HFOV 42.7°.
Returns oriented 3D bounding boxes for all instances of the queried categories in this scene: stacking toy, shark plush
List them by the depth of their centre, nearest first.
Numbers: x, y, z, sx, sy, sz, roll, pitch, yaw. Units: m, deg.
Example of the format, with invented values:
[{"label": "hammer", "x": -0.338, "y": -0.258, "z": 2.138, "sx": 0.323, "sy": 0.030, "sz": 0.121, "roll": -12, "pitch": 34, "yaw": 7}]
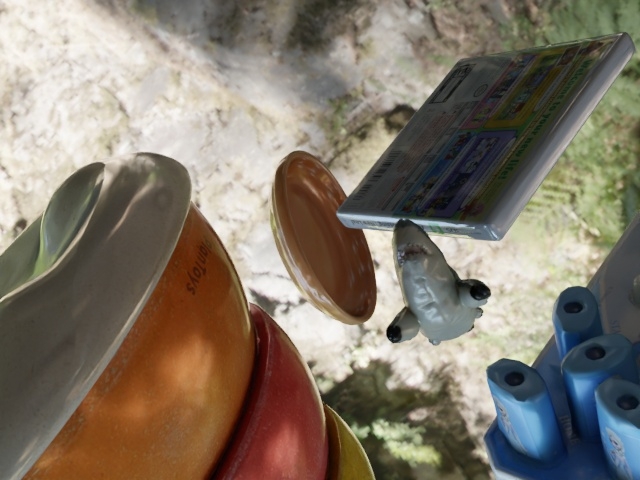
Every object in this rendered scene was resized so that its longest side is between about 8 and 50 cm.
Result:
[{"label": "shark plush", "x": 0.091, "y": 0.034, "z": 0.591, "sx": 0.161, "sy": 0.073, "sz": 0.067, "roll": 22, "pitch": -140, "yaw": -59}, {"label": "stacking toy", "x": -0.074, "y": 0.202, "z": 0.608, "sx": 0.480, "sy": 0.350, "sz": 0.351, "roll": 42, "pitch": -155, "yaw": -21}]

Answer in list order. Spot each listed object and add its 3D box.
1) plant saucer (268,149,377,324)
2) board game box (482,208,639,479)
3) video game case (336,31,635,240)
[{"label": "plant saucer", "x": 0.000, "y": 0.000, "z": 0.889, "sx": 0.200, "sy": 0.037, "sz": 0.200, "roll": 50, "pitch": -153, "yaw": -37}, {"label": "board game box", "x": 0.314, "y": -0.009, "z": 0.298, "sx": 0.390, "sy": 0.390, "sz": 0.050, "roll": -44, "pitch": -52, "yaw": -32}, {"label": "video game case", "x": 0.132, "y": -0.088, "z": 0.691, "sx": 0.023, "sy": 0.212, "sz": 0.193, "roll": 49, "pitch": 158, "yaw": -26}]
